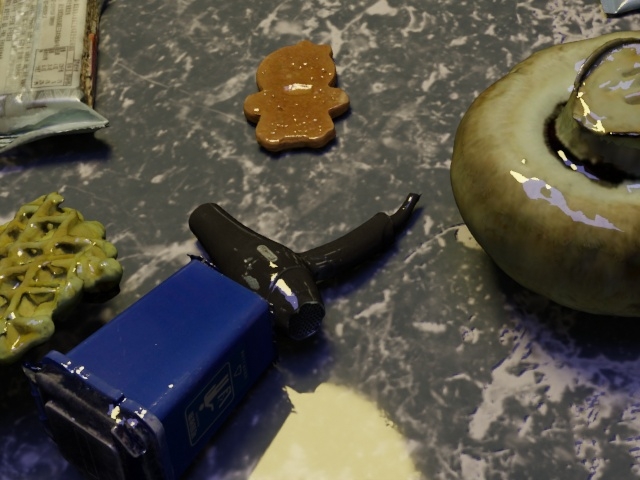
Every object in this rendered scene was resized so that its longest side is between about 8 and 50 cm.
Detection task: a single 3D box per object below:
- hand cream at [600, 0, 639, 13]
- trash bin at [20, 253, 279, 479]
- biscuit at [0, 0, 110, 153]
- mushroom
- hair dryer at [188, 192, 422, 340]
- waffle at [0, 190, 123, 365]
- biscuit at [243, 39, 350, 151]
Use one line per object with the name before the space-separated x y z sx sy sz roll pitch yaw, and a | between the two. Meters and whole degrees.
hand cream | 0.500 -0.353 1.743 0.271 0.058 0.091 -8 63 6
trash bin | -0.170 0.138 1.380 0.184 0.162 0.234 29 55 26
biscuit | -0.368 -0.237 1.742 0.186 0.079 0.309 -9 52 3
mushroom | 0.316 -0.078 1.418 0.352 0.260 0.352 -2 57 4
hair dryer | 0.000 0.000 1.533 0.272 0.091 0.235 -21 41 -25
waffle | -0.365 0.055 1.448 0.297 0.073 0.317 -30 29 -14
biscuit | -0.034 -0.182 1.690 0.133 0.027 0.184 -14 50 -3
